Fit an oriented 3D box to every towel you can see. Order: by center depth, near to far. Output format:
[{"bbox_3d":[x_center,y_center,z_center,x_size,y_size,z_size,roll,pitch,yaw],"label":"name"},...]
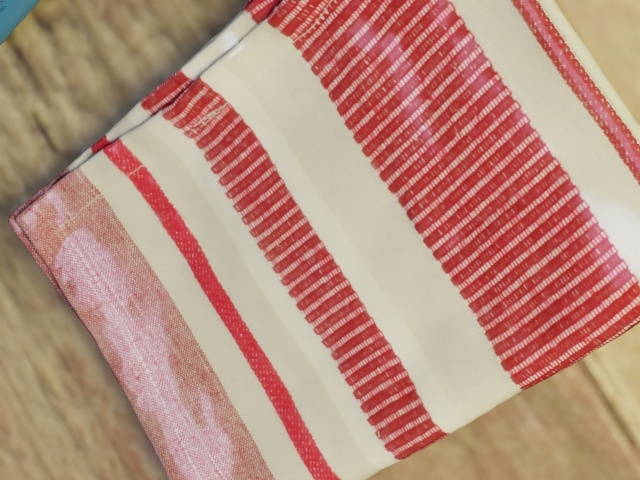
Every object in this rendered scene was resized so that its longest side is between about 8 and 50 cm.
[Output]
[{"bbox_3d":[0.000,0.000,0.609,0.329,0.037,0.237,-36,85,30],"label":"towel"}]

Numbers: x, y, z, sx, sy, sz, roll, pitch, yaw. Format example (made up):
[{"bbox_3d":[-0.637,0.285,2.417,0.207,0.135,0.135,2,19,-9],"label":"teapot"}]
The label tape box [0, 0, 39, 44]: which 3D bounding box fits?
[{"bbox_3d":[-0.220,-0.305,0.605,0.249,0.115,0.347,-38,85,30],"label":"label tape box"}]
